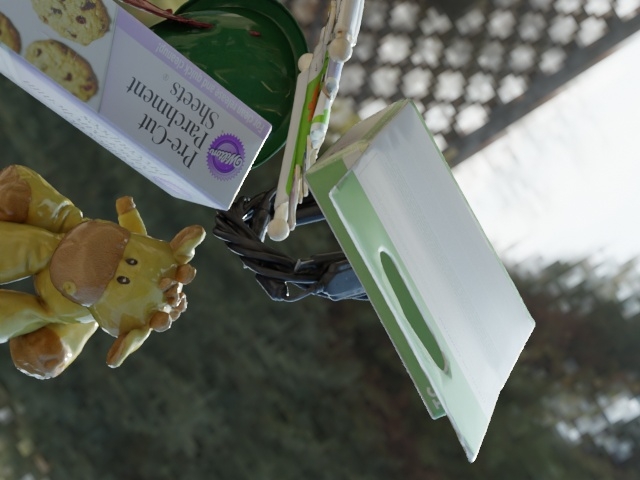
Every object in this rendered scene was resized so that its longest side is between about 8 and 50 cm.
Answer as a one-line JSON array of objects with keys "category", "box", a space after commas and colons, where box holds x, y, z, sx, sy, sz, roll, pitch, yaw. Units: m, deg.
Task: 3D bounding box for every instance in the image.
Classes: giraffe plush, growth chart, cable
[{"category": "giraffe plush", "box": [-0.189, 0.035, 1.672, 0.210, 0.181, 0.170, 6, 180, -33]}, {"category": "growth chart", "box": [0.002, -0.115, 1.347, 0.237, 0.021, 0.172, 112, -11, -58]}, {"category": "cable", "box": [0.000, 0.000, 1.654, 0.184, 0.047, 0.150, -18, -141, -42]}]

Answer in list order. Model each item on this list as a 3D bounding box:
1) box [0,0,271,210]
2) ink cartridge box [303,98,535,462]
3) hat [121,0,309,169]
[{"category": "box", "box": [-0.163, -0.126, 1.148, 0.063, 0.324, 0.067, 14, -109, 51]}, {"category": "ink cartridge box", "box": [0.050, 0.024, 1.162, 0.056, 0.171, 0.235, -26, -171, 21]}, {"category": "hat", "box": [-0.140, -0.158, 1.729, 0.208, 0.173, 0.183, 14, 180, 32]}]
